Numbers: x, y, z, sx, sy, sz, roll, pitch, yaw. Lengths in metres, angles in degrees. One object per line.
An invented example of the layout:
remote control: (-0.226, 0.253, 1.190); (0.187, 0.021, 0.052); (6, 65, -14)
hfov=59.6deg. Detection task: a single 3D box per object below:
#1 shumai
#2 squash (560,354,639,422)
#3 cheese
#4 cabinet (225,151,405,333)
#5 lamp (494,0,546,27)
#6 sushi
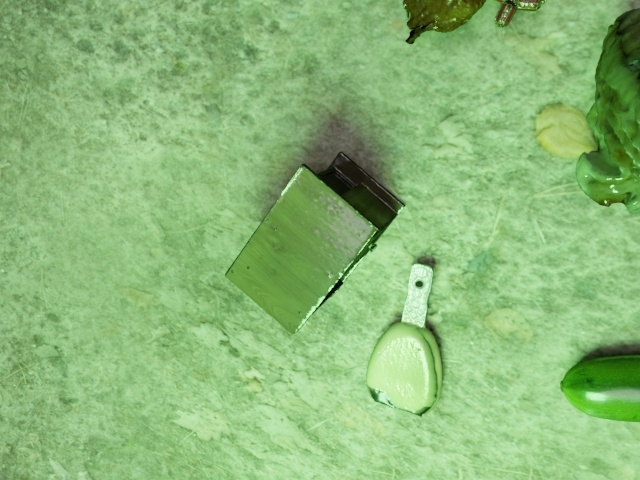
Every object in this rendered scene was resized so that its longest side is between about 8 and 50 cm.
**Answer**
shumai: (0.424, -0.134, 0.663); (0.188, 0.256, 0.218); (3, 141, 7)
squash: (0.528, 0.198, 0.754); (0.378, 0.101, 0.102); (-10, 100, 21)
cheese: (0.148, 0.158, 0.909); (0.127, 0.054, 0.252); (13, 107, 17)
cabinet: (0.000, 0.000, 0.856); (0.148, 0.175, 0.215); (40, 113, 7)
lamp: (0.267, -0.330, 0.749); (0.083, 0.031, 0.063); (-21, 98, 21)
sushi: (0.161, -0.401, 0.716); (0.148, 0.140, 0.287); (4, 108, -16)
